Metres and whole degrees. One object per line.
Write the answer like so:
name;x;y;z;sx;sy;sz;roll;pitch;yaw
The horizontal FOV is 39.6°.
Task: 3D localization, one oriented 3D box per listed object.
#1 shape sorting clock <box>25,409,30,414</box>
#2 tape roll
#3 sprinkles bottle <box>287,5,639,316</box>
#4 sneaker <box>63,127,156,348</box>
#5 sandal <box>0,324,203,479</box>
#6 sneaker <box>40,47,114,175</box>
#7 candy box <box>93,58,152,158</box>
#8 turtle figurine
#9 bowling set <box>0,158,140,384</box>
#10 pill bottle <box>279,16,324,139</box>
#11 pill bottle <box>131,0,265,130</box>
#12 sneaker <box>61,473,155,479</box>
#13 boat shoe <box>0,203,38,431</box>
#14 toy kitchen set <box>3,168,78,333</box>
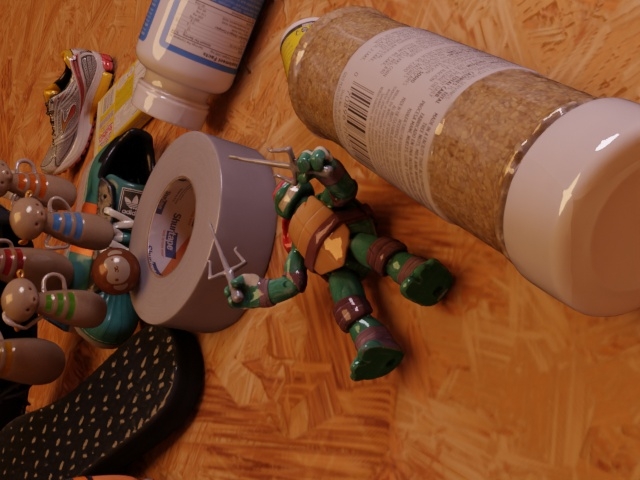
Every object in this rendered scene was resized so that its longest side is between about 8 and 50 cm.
shape sorting clock;-0.471;0.362;1.365;0.206;0.040;0.206;-15;68;40
tape roll;-0.136;-0.008;0.994;0.219;0.072;0.219;-27;56;49
sprinkles bottle;0.100;-0.077;0.630;0.355;0.121;0.121;42;112;54
sneaker;-0.264;-0.014;1.149;0.121;0.108;0.302;-43;44;45
sandal;-0.283;0.264;1.095;0.446;0.107;0.167;-35;48;28
sneaker;-0.424;-0.215;1.475;0.088;0.093;0.225;41;112;54
candy box;-0.285;-0.205;1.327;0.206;0.027;0.105;-29;57;48
turtle figurine;0.000;0.000;0.753;0.234;0.118;0.175;44;129;36
bowling set;-0.317;0.019;1.014;0.200;0.154;0.286;-17;68;39
pill bottle;0.001;-0.154;0.857;0.065;0.065;0.116;-46;44;37
pill bottle;-0.145;-0.250;1.054;0.124;0.124;0.221;42;112;53
sneaker;-0.298;0.399;0.972;0.125;0.180;0.321;21;95;57
boat shoe;-0.471;0.176;1.211;0.156;0.187;0.499;14;105;35
toy kitchen set;-0.404;0.014;1.290;0.122;0.166;0.207;10;86;56
